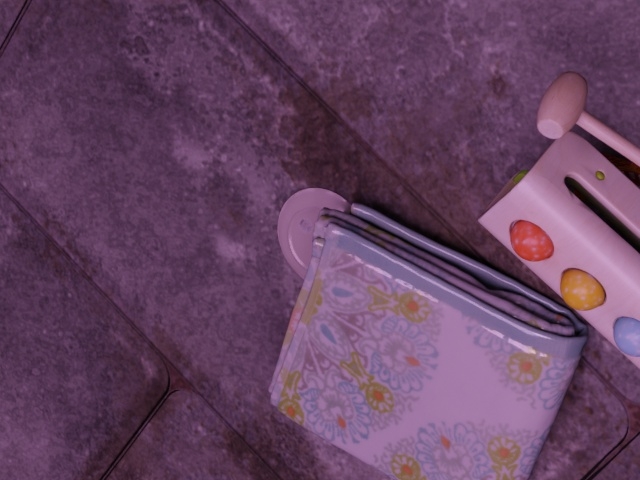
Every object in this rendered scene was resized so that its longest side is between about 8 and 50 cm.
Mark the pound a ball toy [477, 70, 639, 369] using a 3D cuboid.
[{"bbox_3d":[0.313,-0.005,1.870,0.319,0.136,0.208,42,150,-2],"label":"pound a ball toy"}]

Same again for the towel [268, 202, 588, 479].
[{"bbox_3d":[0.124,0.157,2.155,0.374,0.090,0.320,29,125,18],"label":"towel"}]

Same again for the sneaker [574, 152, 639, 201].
[{"bbox_3d":[0.372,-0.046,1.945,0.175,0.064,0.067,26,140,29],"label":"sneaker"}]

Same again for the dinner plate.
[{"bbox_3d":[0.000,0.000,2.224,0.141,0.017,0.141,12,113,30],"label":"dinner plate"}]
